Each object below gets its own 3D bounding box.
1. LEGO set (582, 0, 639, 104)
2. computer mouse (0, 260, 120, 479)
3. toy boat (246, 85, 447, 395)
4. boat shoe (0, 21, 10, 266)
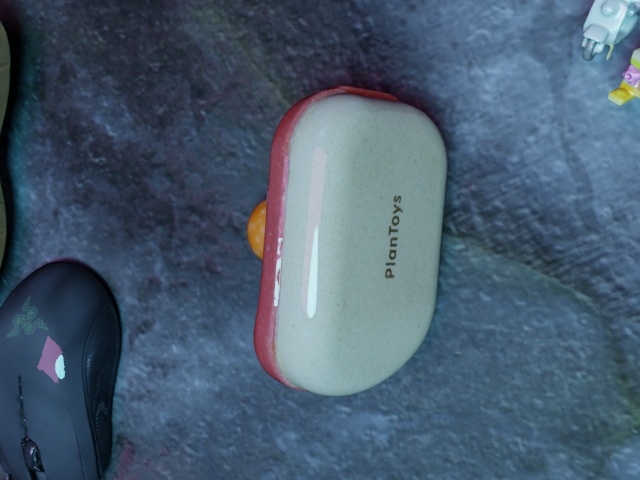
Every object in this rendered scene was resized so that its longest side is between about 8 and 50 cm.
[{"bbox_3d":[0.304,-0.110,0.490,0.287,0.132,0.107,23,138,17],"label":"LEGO set"},{"bbox_3d":[-0.245,0.156,0.731,0.188,0.072,0.272,0,93,19],"label":"computer mouse"},{"bbox_3d":[0.000,0.000,0.624,0.151,0.151,0.231,10,96,48],"label":"toy boat"},{"bbox_3d":[-0.360,-0.052,0.748,0.110,0.121,0.341,19,97,54],"label":"boat shoe"}]
